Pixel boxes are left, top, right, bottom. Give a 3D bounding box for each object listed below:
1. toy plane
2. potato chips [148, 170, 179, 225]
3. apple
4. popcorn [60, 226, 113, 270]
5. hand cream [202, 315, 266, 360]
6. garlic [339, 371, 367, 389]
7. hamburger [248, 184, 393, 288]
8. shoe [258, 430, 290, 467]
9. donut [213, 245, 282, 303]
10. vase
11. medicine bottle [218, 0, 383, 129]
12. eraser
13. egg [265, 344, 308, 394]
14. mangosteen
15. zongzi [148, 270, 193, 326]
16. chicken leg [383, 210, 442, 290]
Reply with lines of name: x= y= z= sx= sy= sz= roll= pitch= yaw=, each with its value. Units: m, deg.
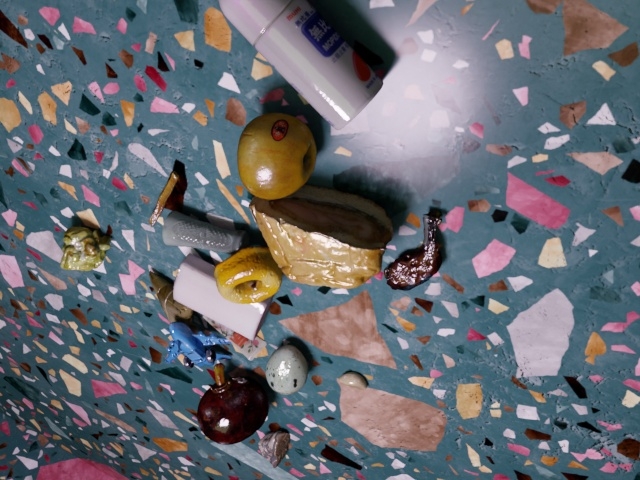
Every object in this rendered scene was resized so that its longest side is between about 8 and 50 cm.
toy plane: x=-0.392 y=0.330 z=1.851 sx=0.253 sy=0.105 sz=0.271 roll=-18 pitch=149 yaw=12
potato chips: x=-0.414 y=-0.115 z=1.585 sx=0.026 sy=0.037 sz=0.204 roll=30 pitch=130 yaw=-12
apple: x=-0.090 y=-0.179 z=1.264 sx=0.155 sy=0.183 sz=0.183 roll=5 pitch=130 yaw=14
popcorn: x=-0.711 y=0.024 z=1.803 sx=0.141 sy=0.162 sz=0.135 roll=47 pitch=174 yaw=16
hand cream: x=-0.274 y=0.271 z=1.825 sx=0.234 sy=0.050 sz=0.080 roll=41 pitch=100 yaw=-11
garlic: x=0.100 y=0.416 z=1.762 sx=0.083 sy=0.041 sz=0.053 roll=23 pitch=140 yaw=-2
hamburger: x=-0.001 y=0.003 z=1.380 sx=0.329 sy=0.162 sz=0.209 roll=15 pitch=135 yaw=12
shoe: x=-0.171 y=0.732 z=2.145 sx=0.092 sy=0.089 sz=0.180 roll=27 pitch=134 yaw=21
donut: x=-0.183 y=0.100 z=1.550 sx=0.190 sy=0.075 sz=0.174 roll=-19 pitch=143 yaw=7
vase: x=-0.297 y=-0.011 z=1.573 sx=0.219 sy=0.096 sz=0.096 roll=13 pitch=132 yaw=14
medicine bottle: x=-0.043 y=-0.369 z=1.108 sx=0.341 sy=0.130 sz=0.130 roll=44 pitch=134 yaw=-11
eraser: x=-0.282 y=0.163 z=1.707 sx=0.270 sy=0.095 sz=0.174 roll=27 pitch=135 yaw=5
egg: x=-0.101 y=0.381 z=1.769 sx=0.131 sy=0.131 sz=0.164 roll=12 pitch=133 yaw=19
mangosteen: x=-0.294 y=0.518 z=1.929 sx=0.235 sy=0.235 sz=0.262 roll=-9 pitch=108 yaw=33
zongzi: x=-0.470 y=0.194 z=1.850 sx=0.176 sy=0.078 sz=0.160 roll=34 pitch=136 yaw=12
chicken leg: x=0.227 y=0.036 z=1.369 sx=0.105 sy=0.051 sz=0.253 roll=32 pitch=132 yaw=6
